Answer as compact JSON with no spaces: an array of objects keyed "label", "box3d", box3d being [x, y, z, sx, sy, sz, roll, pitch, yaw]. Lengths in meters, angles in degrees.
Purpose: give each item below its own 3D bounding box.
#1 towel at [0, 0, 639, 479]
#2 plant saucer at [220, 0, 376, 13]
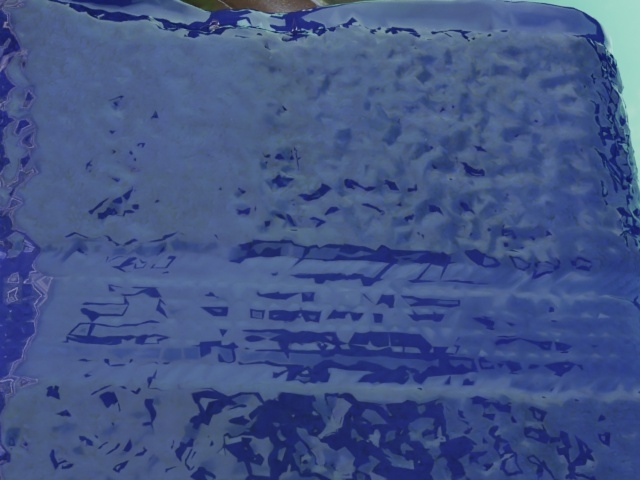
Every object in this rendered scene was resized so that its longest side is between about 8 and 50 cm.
[{"label":"towel","box3d":[-0.002,0.059,0.402,0.076,0.227,0.308,106,163,-57]},{"label":"plant saucer","box3d":[-0.002,-0.124,0.667,0.310,0.050,0.310,34,-178,-1]}]
